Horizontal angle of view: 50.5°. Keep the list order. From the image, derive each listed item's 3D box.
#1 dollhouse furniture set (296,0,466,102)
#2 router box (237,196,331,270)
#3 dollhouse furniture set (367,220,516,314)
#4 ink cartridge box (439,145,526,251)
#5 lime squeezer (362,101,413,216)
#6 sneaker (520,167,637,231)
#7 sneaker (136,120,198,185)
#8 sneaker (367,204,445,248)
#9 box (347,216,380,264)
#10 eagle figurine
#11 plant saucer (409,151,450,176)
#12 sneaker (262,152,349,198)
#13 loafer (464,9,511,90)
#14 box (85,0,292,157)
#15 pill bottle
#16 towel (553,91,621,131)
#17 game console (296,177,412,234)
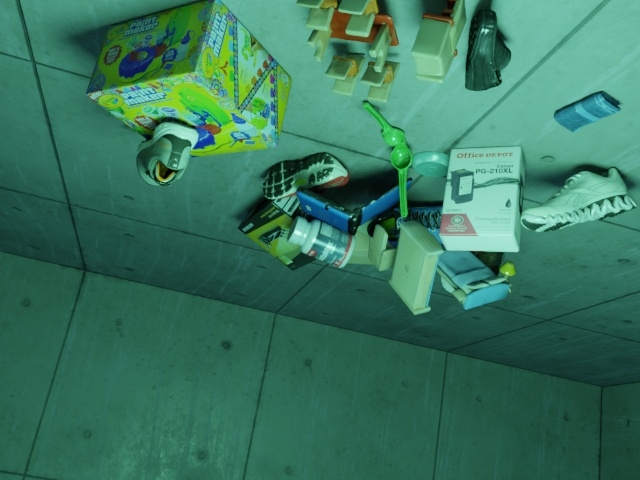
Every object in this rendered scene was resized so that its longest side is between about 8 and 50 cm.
[{"bbox_3d":[0.113,-0.373,1.205,0.259,0.135,0.262,15,163,21],"label":"dollhouse furniture set"},{"bbox_3d":[-0.101,-0.031,2.157,0.243,0.081,0.309,38,153,-12],"label":"router box"},{"bbox_3d":[0.334,0.020,1.807,0.304,0.286,0.198,-11,129,-23],"label":"dollhouse furniture set"},{"bbox_3d":[0.387,-0.099,1.610,0.172,0.237,0.100,1,155,24],"label":"ink cartridge box"},{"bbox_3d":[0.169,-0.213,1.618,0.059,0.110,0.310,14,137,44],"label":"lime squeezer"},{"bbox_3d":[0.589,-0.094,1.582,0.292,0.118,0.110,-12,173,-17],"label":"sneaker"},{"bbox_3d":[-0.343,-0.163,1.456,0.100,0.107,0.271,16,161,-21],"label":"sneaker"},{"bbox_3d":[0.280,-0.037,1.937,0.330,0.129,0.147,-12,168,33],"label":"sneaker"},{"bbox_3d":[0.213,0.003,2.151,0.311,0.121,0.148,2,160,22],"label":"box"},{"bbox_3d":[0.464,0.046,2.055,0.226,0.225,0.298,7,170,24],"label":"eagle figurine"},{"bbox_3d":[0.286,-0.189,1.729,0.119,0.021,0.119,9,161,3],"label":"plant saucer"},{"bbox_3d":[-0.042,-0.157,1.865,0.279,0.107,0.118,-6,160,39],"label":"sneaker"},{"bbox_3d":[0.305,-0.341,1.225,0.078,0.076,0.223,1,164,9],"label":"loafer"},{"bbox_3d":[-0.264,-0.320,1.408,0.290,0.176,0.279,-2,156,31],"label":"box"},{"bbox_3d":[0.000,0.000,1.968,0.180,0.107,0.108,22,158,-12],"label":"pill bottle"},{"bbox_3d":[0.543,-0.262,1.387,0.067,0.029,0.119,21,158,-27],"label":"towel"},{"bbox_3d":[0.088,-0.122,1.825,0.250,0.173,0.293,26,175,5],"label":"game console"}]
